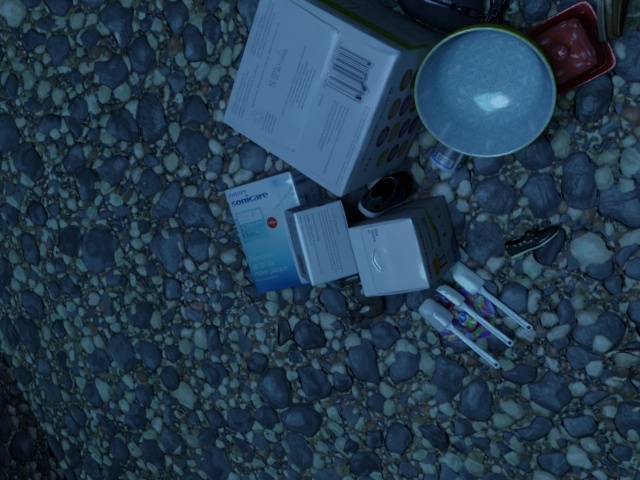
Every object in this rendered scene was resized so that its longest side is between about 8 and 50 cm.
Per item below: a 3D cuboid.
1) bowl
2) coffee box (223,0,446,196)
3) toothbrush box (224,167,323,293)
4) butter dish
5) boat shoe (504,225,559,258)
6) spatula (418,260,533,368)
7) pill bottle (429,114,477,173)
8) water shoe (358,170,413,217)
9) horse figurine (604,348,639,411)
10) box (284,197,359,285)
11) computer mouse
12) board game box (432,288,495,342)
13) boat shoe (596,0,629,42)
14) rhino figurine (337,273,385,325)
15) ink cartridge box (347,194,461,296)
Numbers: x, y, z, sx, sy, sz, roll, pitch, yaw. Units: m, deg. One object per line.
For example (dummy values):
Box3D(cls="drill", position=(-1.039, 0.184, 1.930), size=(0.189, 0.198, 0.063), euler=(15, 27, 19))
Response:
Box3D(cls="bowl", position=(0.355, -0.338, 1.662), size=(0.289, 0.156, 0.290), euler=(11, 127, 14))
Box3D(cls="coffee box", position=(0.045, -0.355, 1.765), size=(0.338, 0.334, 0.338), euler=(33, 119, 18))
Box3D(cls="toothbrush box", position=(-0.094, -0.030, 2.072), size=(0.216, 0.126, 0.296), euler=(-12, 98, 31))
Box3D(cls="butter dish", position=(0.506, -0.392, 1.627), size=(0.160, 0.118, 0.160), euler=(-25, 94, 32))
Box3D(cls="boat shoe", position=(0.483, -0.003, 1.804), size=(0.133, 0.049, 0.042), euler=(-30, 98, 37))
Box3D(cls="spatula", position=(0.378, 0.188, 1.914), size=(0.242, 0.019, 0.168), euler=(40, 94, 10))
Box3D(cls="pill bottle", position=(0.316, -0.230, 1.807), size=(0.078, 0.078, 0.137), euler=(37, 119, 14))
Box3D(cls="water shoe", position=(0.170, -0.120, 1.847), size=(0.073, 0.203, 0.080), euler=(41, 137, 9))
Box3D(cls="horse figurine", position=(0.755, 0.316, 1.748), size=(0.174, 0.066, 0.263), euler=(-31, 87, 39))
Box3D(cls="box", position=(0.000, 0.000, 1.884), size=(0.119, 0.181, 0.182), euler=(-15, 97, -9))
Box3D(cls="computer mouse", position=(0.281, -0.533, 1.734), size=(0.272, 0.072, 0.189), euler=(23, 116, 21))
Box3D(cls="board game box", position=(0.348, 0.192, 1.951), size=(0.168, 0.033, 0.133), euler=(-14, 98, 32))
Box3D(cls="boat shoe", position=(0.600, -0.543, 1.528), size=(0.104, 0.110, 0.308), euler=(6, 107, 22))
Box3D(cls="rhino figurine", position=(0.096, 0.097, 2.030), size=(0.106, 0.073, 0.243), euler=(-16, 98, -3))
Box3D(cls="ink cartridge box", position=(0.202, 0.012, 1.856), size=(0.168, 0.232, 0.171), euler=(-11, 100, 31))
